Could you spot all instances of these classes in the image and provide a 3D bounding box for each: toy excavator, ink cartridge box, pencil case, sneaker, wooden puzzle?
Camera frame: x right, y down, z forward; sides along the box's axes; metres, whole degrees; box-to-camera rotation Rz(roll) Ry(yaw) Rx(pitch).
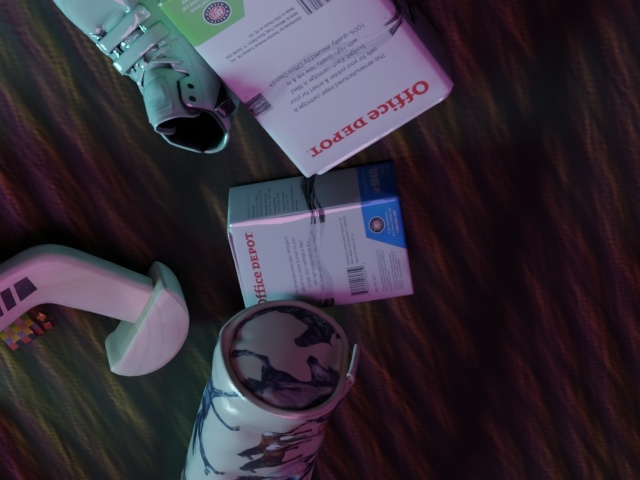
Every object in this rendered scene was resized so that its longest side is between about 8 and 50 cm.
[{"bbox_3d":[-0.435,0.080,1.895,0.445,0.222,0.433,-35,118,6],"label":"toy excavator"},{"bbox_3d":[0.000,0.000,1.924,0.203,0.086,0.148,-8,127,3],"label":"ink cartridge box"},{"bbox_3d":[-0.067,0.245,2.001,0.183,0.160,0.410,6,140,-9],"label":"pencil case"},{"bbox_3d":[-0.184,-0.197,1.728,0.256,0.151,0.094,35,118,-24],"label":"sneaker"},{"bbox_3d":[-0.013,-0.231,1.737,0.198,0.115,0.273,-30,122,18],"label":"ink cartridge box"},{"bbox_3d":[-0.380,0.110,2.028,0.083,0.006,0.049,-28,123,16],"label":"wooden puzzle"}]
